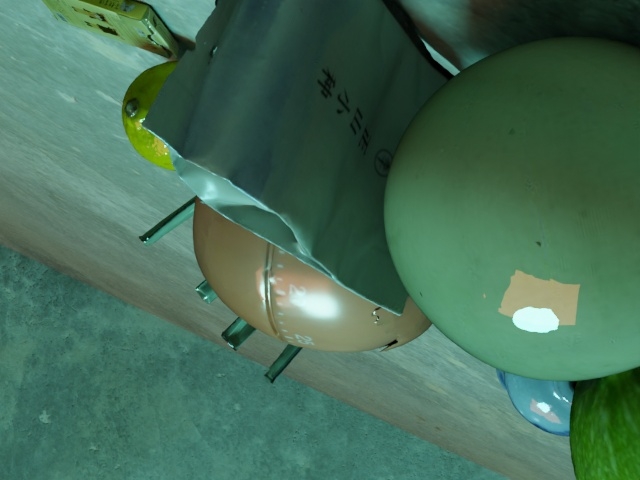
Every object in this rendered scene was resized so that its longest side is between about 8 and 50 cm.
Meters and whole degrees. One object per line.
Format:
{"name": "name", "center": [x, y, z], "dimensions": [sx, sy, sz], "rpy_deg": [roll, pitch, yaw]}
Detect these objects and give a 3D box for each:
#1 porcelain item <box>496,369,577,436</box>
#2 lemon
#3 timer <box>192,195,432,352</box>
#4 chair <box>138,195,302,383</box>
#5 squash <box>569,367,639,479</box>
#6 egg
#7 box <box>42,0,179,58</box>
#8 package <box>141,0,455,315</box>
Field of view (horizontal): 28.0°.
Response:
{"name": "porcelain item", "center": [0.271, 0.150, 1.477], "dimensions": [0.141, 0.141, 0.259], "rpy_deg": [28, 177, -3]}
{"name": "lemon", "center": [-0.134, -0.120, 1.239], "dimensions": [0.109, 0.109, 0.133], "rpy_deg": [17, -168, 38]}
{"name": "timer", "center": [0.013, -0.020, 1.077], "dimensions": [0.214, 0.230, 0.229], "rpy_deg": [17, 166, 12]}
{"name": "chair", "center": [0.000, 0.000, 1.293], "dimensions": [0.190, 0.274, 0.203], "rpy_deg": [48, 179, 26]}
{"name": "squash", "center": [0.358, 0.230, 1.223], "dimensions": [0.308, 0.310, 0.310], "rpy_deg": [32, 167, -13]}
{"name": "egg", "center": [0.153, -0.020, 0.811], "dimensions": [0.219, 0.219, 0.269], "rpy_deg": [32, 178, -19]}
{"name": "box", "center": [-0.207, -0.216, 1.224], "dimensions": [0.149, 0.020, 0.073], "rpy_deg": [22, 166, 23]}
{"name": "package", "center": [0.000, -0.092, 0.871], "dimensions": [0.062, 0.204, 0.251], "rpy_deg": [0, 151, 44]}
